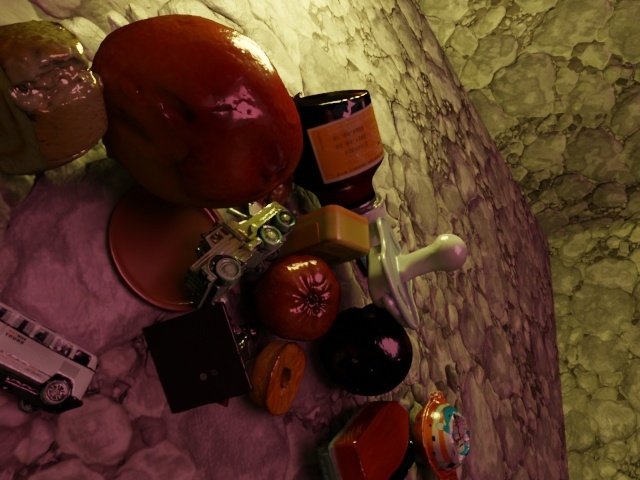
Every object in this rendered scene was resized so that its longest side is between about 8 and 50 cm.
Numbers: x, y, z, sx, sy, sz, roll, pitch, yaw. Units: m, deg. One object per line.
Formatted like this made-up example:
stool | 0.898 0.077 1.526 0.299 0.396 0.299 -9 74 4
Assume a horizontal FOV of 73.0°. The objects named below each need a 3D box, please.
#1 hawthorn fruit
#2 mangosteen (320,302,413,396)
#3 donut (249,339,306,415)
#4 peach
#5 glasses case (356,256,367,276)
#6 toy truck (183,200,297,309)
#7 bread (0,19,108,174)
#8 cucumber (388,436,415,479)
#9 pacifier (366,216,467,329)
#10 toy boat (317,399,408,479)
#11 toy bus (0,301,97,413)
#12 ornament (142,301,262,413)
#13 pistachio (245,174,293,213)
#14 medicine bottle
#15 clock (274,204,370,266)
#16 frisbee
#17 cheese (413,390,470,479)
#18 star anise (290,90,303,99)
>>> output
hawthorn fruit | -0.057 0.111 0.890 0.178 0.200 0.179 -4 98 -28
mangosteen | 0.113 0.242 1.023 0.212 0.211 0.250 64 20 -8
donut | -0.085 0.261 0.836 0.152 0.058 0.152 12 90 -69
peach | -0.191 -0.200 0.716 0.373 0.289 0.372 55 2 -3
glasses case | 0.123 0.067 1.245 0.083 0.023 0.033 59 34 -16
toy truck | -0.164 0.013 0.829 0.135 0.128 0.260 37 44 1
bread | -0.377 -0.186 0.572 0.124 0.256 0.186 -37 125 -42
cucumber | 0.187 0.579 1.083 0.220 0.046 0.071 -18 96 -53
pacifier | 0.217 0.063 0.959 0.239 0.225 0.287 56 24 -27
toy boat | 0.099 0.454 0.973 0.331 0.133 0.145 0 69 -62
toy bus | -0.384 0.143 0.544 0.194 0.087 0.089 44 37 -29
ornament | -0.176 0.192 0.787 0.196 0.153 0.167 -16 87 -76
pistachio | -0.122 -0.141 0.973 0.110 0.100 0.190 38 49 -40
medicine bottle | 0.045 -0.161 1.075 0.242 0.242 0.396 -49 132 -49
clock | 0.000 0.000 0.977 0.143 0.202 0.096 24 58 -43
frisbee | -0.266 0.007 0.798 0.250 0.021 0.251 24 58 -44
cheese | 0.342 0.590 1.194 0.216 0.129 0.330 18 61 -44
star anise | -0.020 -0.308 1.190 0.233 0.073 0.178 6 82 -39
